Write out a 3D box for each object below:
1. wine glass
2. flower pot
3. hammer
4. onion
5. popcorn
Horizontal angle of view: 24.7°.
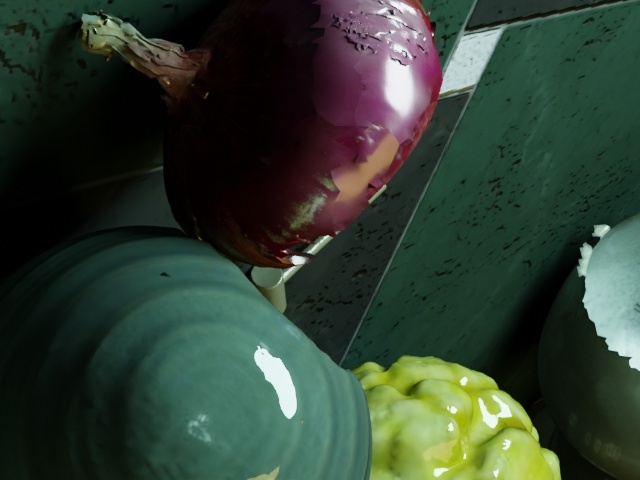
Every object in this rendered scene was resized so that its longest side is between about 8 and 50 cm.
[{"bbox_3d":[0.300,0.124,1.286,0.238,0.238,0.323,-38,151,-23],"label":"wine glass"},{"bbox_3d":[-0.078,0.091,0.634,0.157,0.189,0.243,-53,-175,-18],"label":"flower pot"},{"bbox_3d":[0.000,0.000,0.867,0.110,0.019,0.035,-44,155,-24],"label":"hammer"},{"bbox_3d":[-0.034,-0.069,0.613,0.140,0.150,0.150,31,102,-27],"label":"onion"},{"bbox_3d":[0.057,0.216,1.004,0.258,0.224,0.270,76,26,-78],"label":"popcorn"}]
